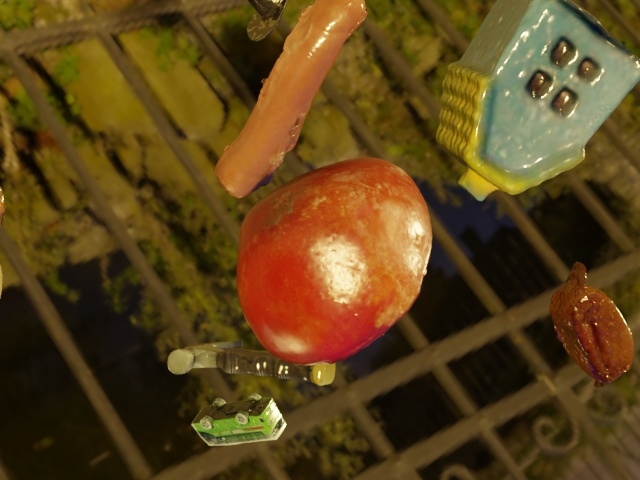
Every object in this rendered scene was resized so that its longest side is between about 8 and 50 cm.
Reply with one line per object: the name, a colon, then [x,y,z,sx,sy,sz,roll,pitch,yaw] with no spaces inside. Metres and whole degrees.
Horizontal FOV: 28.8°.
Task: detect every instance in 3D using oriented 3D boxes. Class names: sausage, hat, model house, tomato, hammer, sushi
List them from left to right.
hammer: [-0.087,0.175,1.782,0.227,0.041,0.159,3,-177,23]
hat: [-0.059,-0.280,1.407,0.121,0.050,0.121,-48,-164,19]
sausage: [-0.039,-0.179,1.532,0.078,0.078,0.304,-2,128,-56]
tomato: [0.000,0.000,1.265,0.200,0.233,0.139,-16,138,31]
model house: [0.289,-0.202,1.793,0.303,0.215,0.237,-51,-167,5]
sushi: [0.238,0.080,1.100,0.052,0.120,0.055,-35,-158,-1]

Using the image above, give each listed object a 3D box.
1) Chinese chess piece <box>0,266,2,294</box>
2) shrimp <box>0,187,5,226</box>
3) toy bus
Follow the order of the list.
Chinese chess piece: [-0.507,0.029,1.515,0.097,0.251,0.250,-58,176,-40]
shrimp: [-0.398,-0.094,1.262,0.058,0.253,0.173,-29,149,-36]
toy bus: [-0.074,0.161,1.111,0.083,0.037,0.031,-13,-153,36]
